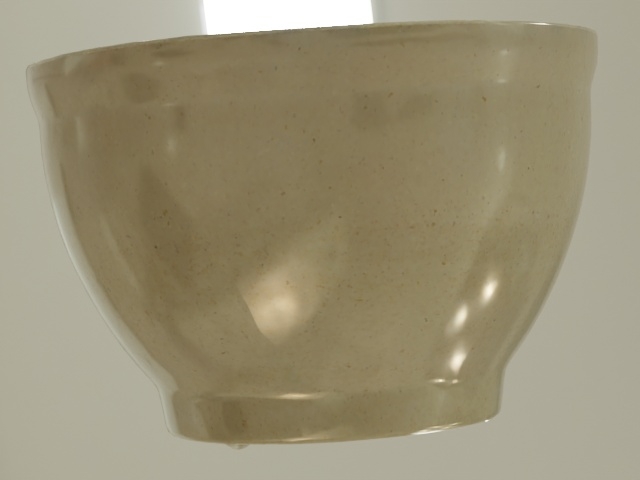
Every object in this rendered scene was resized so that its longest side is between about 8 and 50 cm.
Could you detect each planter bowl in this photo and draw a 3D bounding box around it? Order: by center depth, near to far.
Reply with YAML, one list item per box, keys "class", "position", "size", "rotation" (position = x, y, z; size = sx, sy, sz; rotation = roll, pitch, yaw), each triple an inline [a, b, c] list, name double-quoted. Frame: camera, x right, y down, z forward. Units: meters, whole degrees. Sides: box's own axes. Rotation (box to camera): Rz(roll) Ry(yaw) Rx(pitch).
- class: "planter bowl"
  position: [0.000, 0.000, 0.529]
  size: [0.162, 0.162, 0.109]
  rotation: [-2, -89, 44]
